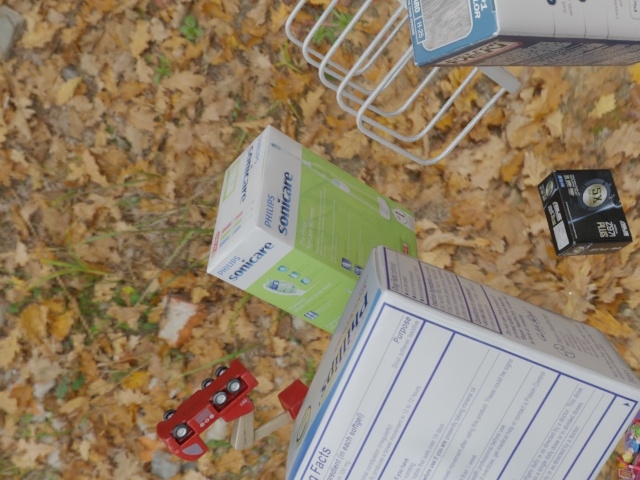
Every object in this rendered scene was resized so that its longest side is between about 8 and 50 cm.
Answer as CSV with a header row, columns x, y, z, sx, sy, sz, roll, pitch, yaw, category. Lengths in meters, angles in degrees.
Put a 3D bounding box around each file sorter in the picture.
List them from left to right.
x,y,z,sx,sy,sz,roll,pitch,yaw,category
0.100,-0.263,0.983,0.173,0.193,0.277,-50,45,22,file sorter

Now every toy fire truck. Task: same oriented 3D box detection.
x,y,z,sx,sy,sz,roll,pitch,yaw,category
-0.108,0.235,0.939,0.192,0.135,0.047,-40,31,-15,toy fire truck

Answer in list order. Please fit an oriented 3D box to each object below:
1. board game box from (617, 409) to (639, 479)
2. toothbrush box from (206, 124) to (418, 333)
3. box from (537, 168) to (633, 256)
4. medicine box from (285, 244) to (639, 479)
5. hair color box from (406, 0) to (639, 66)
x,y,z,sx,sy,sz,roll,pitch,yaw,category
0.541,0.356,1.196,0.033,0.133,0.168,16,47,2,board game box
0.000,0.000,0.999,0.122,0.283,0.206,-39,34,35,toothbrush box
0.581,-0.062,1.543,0.148,0.077,0.180,-2,68,-14,box
0.143,0.187,0.763,0.289,0.149,0.263,22,108,-4,medicine box
0.237,-0.265,0.678,0.105,0.347,0.173,-5,94,54,hair color box
